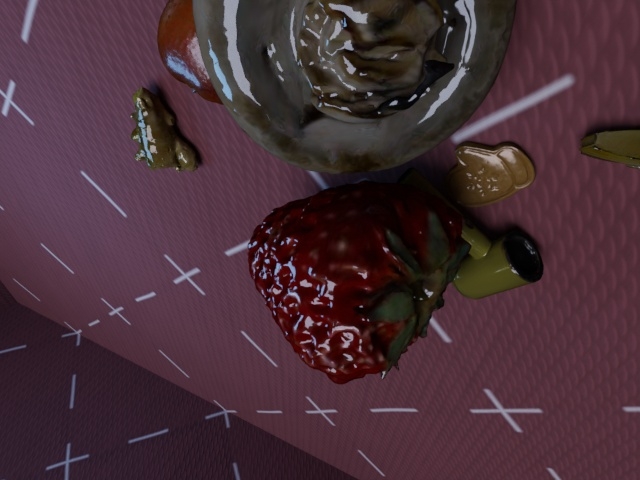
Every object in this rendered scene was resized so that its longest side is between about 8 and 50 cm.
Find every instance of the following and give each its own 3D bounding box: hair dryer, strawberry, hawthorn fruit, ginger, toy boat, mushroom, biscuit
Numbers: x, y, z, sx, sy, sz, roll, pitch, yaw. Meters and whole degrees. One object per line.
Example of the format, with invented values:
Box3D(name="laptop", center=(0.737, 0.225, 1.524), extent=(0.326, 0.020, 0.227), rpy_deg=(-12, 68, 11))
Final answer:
Box3D(name="hair dryer", center=(0.236, -0.014, 0.709), extent=(0.279, 0.090, 0.135), rpy_deg=(42, 146, -7))
Box3D(name="strawberry", center=(0.024, 0.027, 0.650), extent=(0.345, 0.317, 0.295), rpy_deg=(28, 172, 32))
Box3D(name="hawthorn fruit", center=(-0.134, -0.322, 0.622), extent=(0.197, 0.196, 0.225), rpy_deg=(37, 113, -2))
Box3D(name="ginger", center=(-0.364, -0.231, 0.902), extent=(0.115, 0.081, 0.205), rpy_deg=(-5, 126, 29))
Box3D(name="toy boat", center=(0.425, -0.119, 0.532), extent=(0.149, 0.049, 0.047), rpy_deg=(12, 91, 18))
Box3D(name="mushroom", center=(0.041, -0.234, 0.453), extent=(0.363, 0.294, 0.361), rpy_deg=(-2, 126, -3))
Box3D(name="biscuit", center=(0.261, -0.109, 0.659), extent=(0.118, 0.023, 0.140), rpy_deg=(44, 138, -11))
